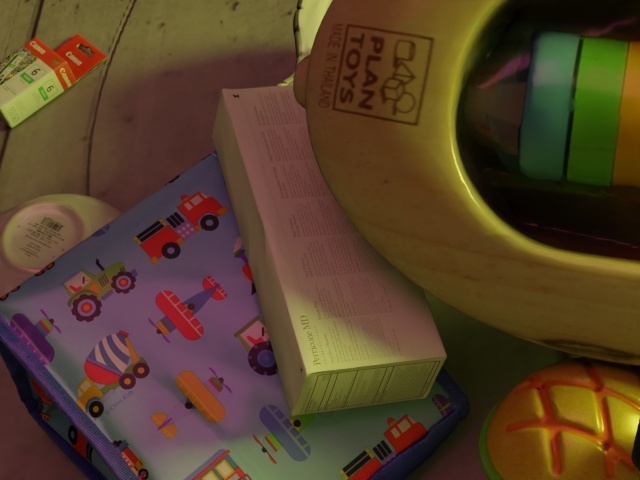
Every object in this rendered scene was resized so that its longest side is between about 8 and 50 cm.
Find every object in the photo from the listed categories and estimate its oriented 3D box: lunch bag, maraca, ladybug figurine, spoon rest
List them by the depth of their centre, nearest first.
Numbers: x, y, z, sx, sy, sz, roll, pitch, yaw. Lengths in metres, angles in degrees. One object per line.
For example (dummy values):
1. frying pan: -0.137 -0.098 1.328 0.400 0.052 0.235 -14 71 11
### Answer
1. maraca: 0.187 0.121 1.011 0.185 0.099 0.127 -24 49 -26
2. ladybug figurine: 0.206 -0.077 1.018 0.449 0.162 0.305 12 95 11
3. lunch bag: -0.057 0.107 1.106 0.221 0.138 0.293 -36 55 -19
4. spoon rest: -0.271 -0.009 1.330 0.276 0.084 0.137 28 64 22

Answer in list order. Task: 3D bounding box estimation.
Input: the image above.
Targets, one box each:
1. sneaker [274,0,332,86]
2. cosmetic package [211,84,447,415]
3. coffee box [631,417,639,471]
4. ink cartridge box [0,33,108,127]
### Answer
1. sneaker: 0.032 -0.106 1.273 0.129 0.111 0.297 0 50 13
2. cosmetic package: 0.000 0.000 1.083 0.098 0.060 0.239 -4 55 -19
3. coffee box: 0.287 0.142 0.913 0.184 0.040 0.113 3 21 -13
4. ink cartridge box: -0.264 -0.160 1.485 0.115 0.029 0.063 -39 47 -15
